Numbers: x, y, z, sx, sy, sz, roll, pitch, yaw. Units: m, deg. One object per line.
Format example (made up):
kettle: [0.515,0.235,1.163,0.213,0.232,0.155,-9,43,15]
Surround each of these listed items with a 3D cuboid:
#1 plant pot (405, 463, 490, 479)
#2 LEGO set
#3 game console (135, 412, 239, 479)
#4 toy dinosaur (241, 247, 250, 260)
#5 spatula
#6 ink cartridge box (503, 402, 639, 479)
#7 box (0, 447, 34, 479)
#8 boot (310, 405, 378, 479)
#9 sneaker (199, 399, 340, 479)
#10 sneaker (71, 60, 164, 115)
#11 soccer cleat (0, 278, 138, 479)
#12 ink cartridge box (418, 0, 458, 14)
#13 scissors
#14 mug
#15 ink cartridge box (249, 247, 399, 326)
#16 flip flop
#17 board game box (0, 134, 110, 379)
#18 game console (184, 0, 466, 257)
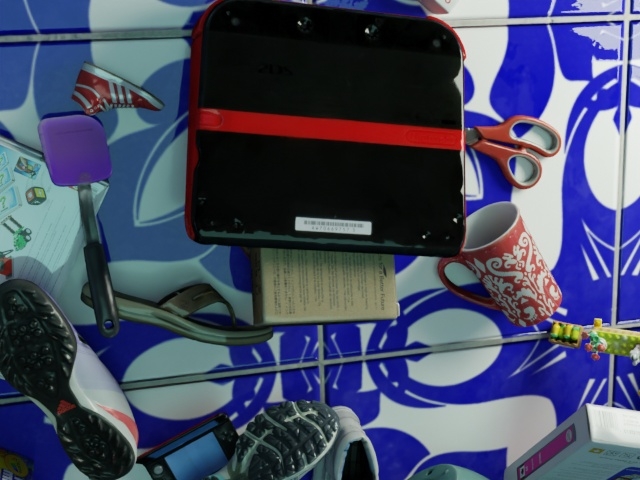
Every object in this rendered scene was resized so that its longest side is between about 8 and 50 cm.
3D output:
plant pot: [0.205,0.485,1.390,0.293,0.293,0.235,-38,97,-3]
LEGO set: [0.478,0.203,1.397,0.287,0.107,0.132,41,119,15]
game console: [-0.186,0.319,1.346,0.144,0.085,0.124,-27,108,-7]
toy dinosaur: [-0.080,0.035,1.344,0.090,0.047,0.082,9,125,26]
spatula: [-0.300,-0.017,1.202,0.084,0.030,0.296,-12,96,-21]
ink cartridge box: [0.408,0.360,1.422,0.175,0.069,0.371,10,144,-10]
box: [-0.514,0.434,1.180,0.177,0.290,0.279,27,95,-19]
boot: [0.035,0.392,1.399,0.095,0.123,0.258,-6,104,-13]
sneaker: [-0.083,0.345,1.370,0.283,0.110,0.122,-39,151,2]
sneaker: [-0.274,-0.184,1.230,0.118,0.042,0.067,25,91,-11]
soccer cleat: [-0.344,0.178,1.244,0.108,0.116,0.318,-24,113,5]
ink cartridge box: [0.177,-0.400,1.289,0.099,0.056,0.135,36,91,-20]
scissors: [0.226,-0.165,1.379,0.297,0.021,0.109,19,100,-17]
mug: [0.276,0.043,1.408,0.169,0.150,0.113,53,50,-23]
ink cartridge box: [0.000,0.000,1.283,0.193,0.088,0.235,0,81,-15]
flip flop: [-0.194,0.091,1.291,0.277,0.112,0.080,17,85,-12]
board game box: [-0.433,0.021,1.230,0.193,0.053,0.305,24,96,-19]
game console: [0.015,-0.153,1.246,0.386,0.060,0.342,3,83,-13]
